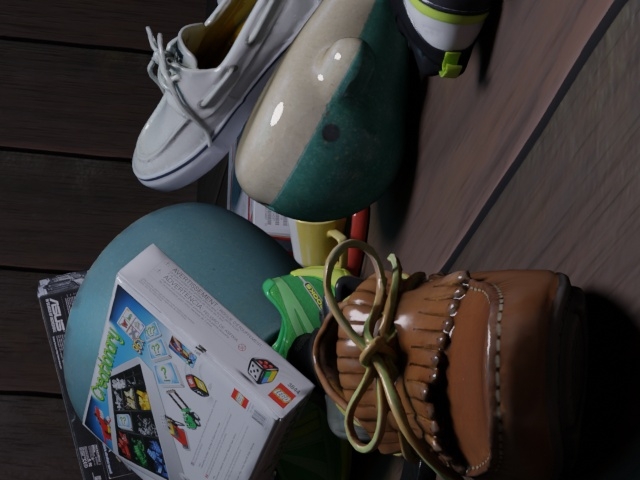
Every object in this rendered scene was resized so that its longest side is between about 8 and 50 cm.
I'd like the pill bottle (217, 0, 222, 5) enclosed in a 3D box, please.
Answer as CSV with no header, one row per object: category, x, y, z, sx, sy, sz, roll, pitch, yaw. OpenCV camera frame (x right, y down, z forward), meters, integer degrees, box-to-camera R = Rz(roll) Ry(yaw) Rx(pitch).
pill bottle,-0.061,-0.372,2.100,0.221,0.124,0.124,112,160,-61

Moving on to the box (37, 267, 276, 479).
box,-0.185,0.172,1.953,0.076,0.242,0.307,-125,22,-76

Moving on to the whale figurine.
whale figurine,0.033,-0.140,1.477,0.272,0.141,0.216,-62,6,-9

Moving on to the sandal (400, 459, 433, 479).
sandal,0.054,0.232,1.315,0.067,0.040,0.179,-100,18,-58

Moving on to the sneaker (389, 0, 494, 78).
sneaker,0.075,-0.197,1.281,0.234,0.084,0.097,-101,17,-59

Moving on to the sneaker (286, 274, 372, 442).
sneaker,0.028,0.088,1.430,0.227,0.087,0.130,-144,61,-76

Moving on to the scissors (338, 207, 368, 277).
scissors,0.047,-0.094,1.620,0.109,0.021,0.297,-95,15,-56

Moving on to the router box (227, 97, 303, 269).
router box,-0.061,-0.099,2.082,0.301,0.082,0.335,115,158,-65

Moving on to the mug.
mug,-0.003,-0.001,1.638,0.078,0.062,0.064,-89,-1,-61

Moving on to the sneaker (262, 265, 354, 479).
sneaker,-0.029,0.168,1.606,0.109,0.124,0.295,-141,56,-79

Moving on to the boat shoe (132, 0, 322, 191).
boat shoe,-0.139,-0.208,1.913,0.367,0.156,0.136,-43,45,28

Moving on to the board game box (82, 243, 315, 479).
board game box,-0.122,0.153,1.512,0.053,0.193,0.305,-42,-13,-31

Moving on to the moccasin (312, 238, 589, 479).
moccasin,0.065,0.072,0.996,0.380,0.147,0.139,-159,74,-81

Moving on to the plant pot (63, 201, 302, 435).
plant pot,-0.097,0.122,1.734,0.195,0.290,0.290,21,109,45
